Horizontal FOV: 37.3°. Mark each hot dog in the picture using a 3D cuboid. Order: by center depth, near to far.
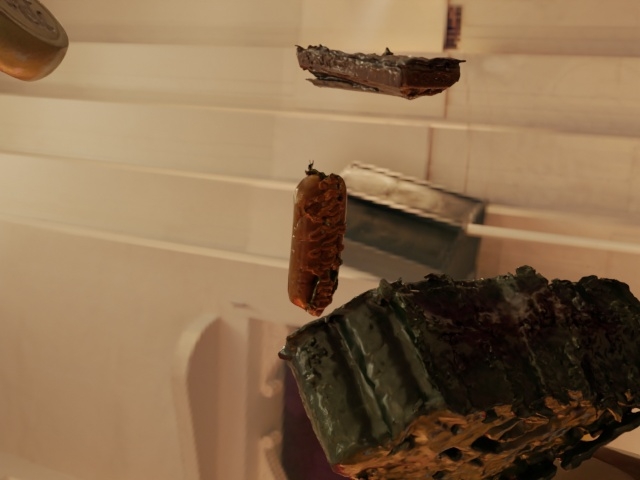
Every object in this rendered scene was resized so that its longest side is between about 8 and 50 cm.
[{"bbox_3d":[0.000,0.000,1.130,0.072,0.055,0.188,-9,-70,-39],"label":"hot dog"}]

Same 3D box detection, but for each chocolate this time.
[{"bbox_3d":[0.067,-0.229,1.285,0.103,0.329,0.065,-4,-76,-26],"label":"chocolate"}]

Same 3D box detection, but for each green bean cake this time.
[{"bbox_3d":[0.102,0.082,0.583,0.208,0.193,0.107,35,-151,-51],"label":"green bean cake"}]

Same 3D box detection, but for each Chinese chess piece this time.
[{"bbox_3d":[-0.340,-0.238,1.026,0.058,0.144,0.144,-44,-25,15],"label":"Chinese chess piece"}]

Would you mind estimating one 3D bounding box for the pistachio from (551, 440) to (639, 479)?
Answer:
[{"bbox_3d":[0.241,0.244,0.824,0.137,0.238,0.153,-61,-26,-43],"label":"pistachio"}]
